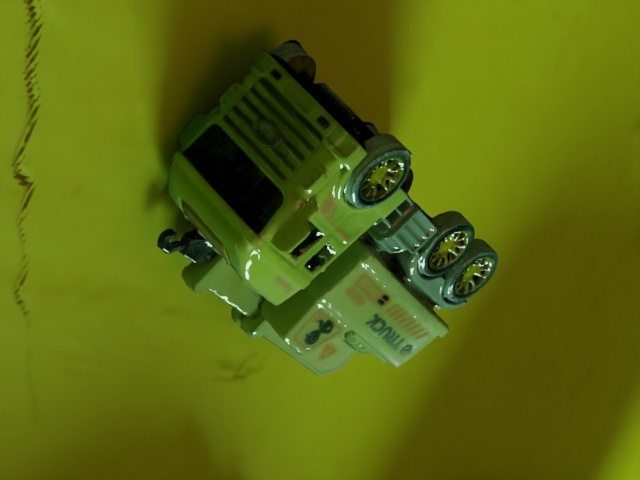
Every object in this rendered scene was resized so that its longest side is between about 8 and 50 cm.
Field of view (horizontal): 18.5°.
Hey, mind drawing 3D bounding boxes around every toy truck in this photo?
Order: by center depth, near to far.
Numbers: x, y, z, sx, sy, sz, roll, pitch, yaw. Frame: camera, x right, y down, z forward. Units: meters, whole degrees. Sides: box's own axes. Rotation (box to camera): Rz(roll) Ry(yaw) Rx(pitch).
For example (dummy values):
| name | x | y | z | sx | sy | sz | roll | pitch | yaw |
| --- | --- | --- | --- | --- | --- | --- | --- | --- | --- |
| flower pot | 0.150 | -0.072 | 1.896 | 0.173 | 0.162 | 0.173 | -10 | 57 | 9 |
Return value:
| name | x | y | z | sx | sy | sz | roll | pitch | yaw |
| --- | --- | --- | --- | --- | --- | --- | --- | --- | --- |
| toy truck | 0.000 | 0.000 | 0.800 | 0.100 | 0.077 | 0.169 | -45 | 150 | 2 |
